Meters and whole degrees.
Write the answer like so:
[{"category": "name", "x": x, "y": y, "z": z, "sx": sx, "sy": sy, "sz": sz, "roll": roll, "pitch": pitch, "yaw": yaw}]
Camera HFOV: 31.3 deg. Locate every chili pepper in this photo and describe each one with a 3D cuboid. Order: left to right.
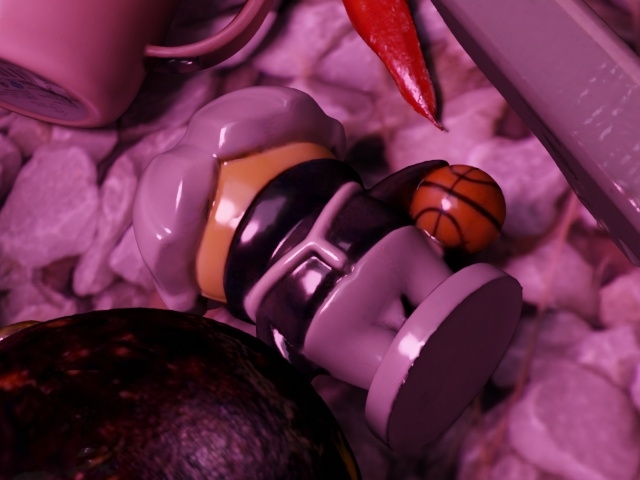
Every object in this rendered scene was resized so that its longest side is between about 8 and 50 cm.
[{"category": "chili pepper", "x": 0.046, "y": -0.145, "z": 0.789, "sx": 0.045, "sy": 0.027, "sz": 0.178, "roll": -24, "pitch": 62, "yaw": 11}]

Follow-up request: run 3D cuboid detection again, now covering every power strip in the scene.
[{"category": "power strip", "x": 0.155, "y": -0.050, "z": 0.603, "sx": 0.059, "sy": 0.193, "sz": 0.265, "roll": -38, "pitch": 59, "yaw": 7}]

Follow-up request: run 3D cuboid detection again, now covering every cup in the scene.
[{"category": "cup", "x": -0.161, "y": -0.191, "z": 0.820, "sx": 0.253, "sy": 0.191, "sz": 0.200, "roll": 17, "pitch": 77, "yaw": 1}]

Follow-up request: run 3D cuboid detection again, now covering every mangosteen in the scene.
[{"category": "mangosteen", "x": -0.114, "y": 0.162, "z": 0.583, "sx": 0.288, "sy": 0.288, "sz": 0.288, "roll": -9, "pitch": 65, "yaw": 19}]

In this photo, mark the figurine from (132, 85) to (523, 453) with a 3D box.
[{"category": "figurine", "x": 0.000, "y": 0.000, "z": 0.686, "sx": 0.236, "sy": 0.133, "sz": 0.176, "roll": 34, "pitch": 75, "yaw": 29}]
